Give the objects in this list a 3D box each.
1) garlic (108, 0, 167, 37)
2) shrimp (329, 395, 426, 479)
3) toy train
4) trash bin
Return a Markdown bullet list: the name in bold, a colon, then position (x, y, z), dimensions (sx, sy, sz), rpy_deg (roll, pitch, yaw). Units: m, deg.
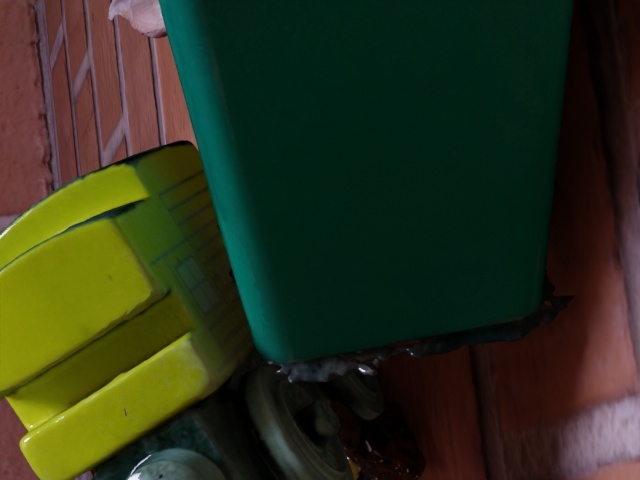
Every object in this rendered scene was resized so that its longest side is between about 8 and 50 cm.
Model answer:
- **garlic**: position (-0.179, -0.304, 1.983), dimensions (0.124, 0.099, 0.174), rpy_deg (-42, 51, 52)
- **shrimp**: position (0.029, 0.162, 1.416), dimensions (0.267, 0.061, 0.145), rpy_deg (-169, 64, -68)
- **toy train**: position (-0.094, 0.072, 1.193), dimensions (0.272, 0.179, 0.442), rpy_deg (57, -169, -3)
- **trash bin**: position (0.036, -0.136, 0.975), dimensions (0.259, 0.295, 0.381), rpy_deg (-105, 6, -48)
